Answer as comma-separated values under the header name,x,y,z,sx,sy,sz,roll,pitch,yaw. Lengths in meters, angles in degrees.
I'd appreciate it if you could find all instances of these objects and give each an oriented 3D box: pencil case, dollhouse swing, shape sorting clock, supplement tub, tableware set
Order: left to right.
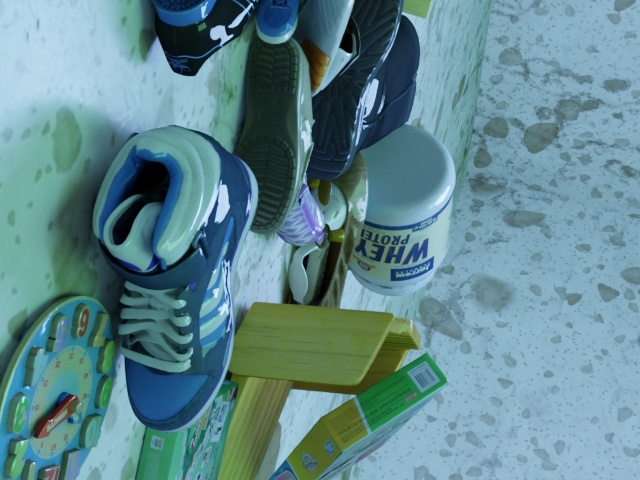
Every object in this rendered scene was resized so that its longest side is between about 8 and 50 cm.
name,x,y,z,sx,sy,sz,roll,pitch,yaw
shape sorting clock,-0.247,0.154,0.835,0.206,0.040,0.206,15,90,-76
pencil case,-0.044,-0.058,1.317,0.086,0.088,0.206,-63,165,-12
dollhouse swing,-0.008,0.282,1.457,0.347,0.315,0.305,55,41,-73
tableware set,0.007,-0.054,1.440,0.104,0.024,0.154,118,-35,-46
supplement tub,0.149,-0.053,1.770,0.325,0.235,0.235,83,26,-56

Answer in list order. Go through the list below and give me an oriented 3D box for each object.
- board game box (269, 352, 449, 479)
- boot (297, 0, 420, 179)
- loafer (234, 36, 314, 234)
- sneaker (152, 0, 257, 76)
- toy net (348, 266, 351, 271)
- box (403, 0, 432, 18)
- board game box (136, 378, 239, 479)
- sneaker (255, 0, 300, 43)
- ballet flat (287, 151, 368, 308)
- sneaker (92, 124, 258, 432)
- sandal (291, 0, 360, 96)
name,x,y,z,sx,sy,sz,roll,pitch,yaw
board game box,0.059,0.336,1.518,0.242,0.064,0.316,-25,160,-32
boot,0.096,-0.322,1.459,0.445,0.146,0.367,-40,152,-61
loafer,-0.053,-0.140,1.169,0.092,0.101,0.269,-26,128,-65
sneaker,-0.101,-0.268,0.914,0.232,0.081,0.090,-56,160,-35
toy net,0.109,-0.041,2.036,0.122,0.045,0.232,74,31,-60
box,0.188,-0.512,1.699,0.232,0.087,0.058,-72,178,-51
board game box,-0.203,0.365,1.217,0.213,0.046,0.318,-10,115,-74
sneaker,-0.047,-0.324,1.086,0.085,0.058,0.152,91,14,-61
ballet flat,0.000,0.000,1.560,0.124,0.116,0.343,-15,124,-53
sneaker,-0.169,0.045,0.864,0.236,0.130,0.323,11,95,-73
sandal,0.022,-0.278,1.155,0.265,0.076,0.102,129,-58,-66
